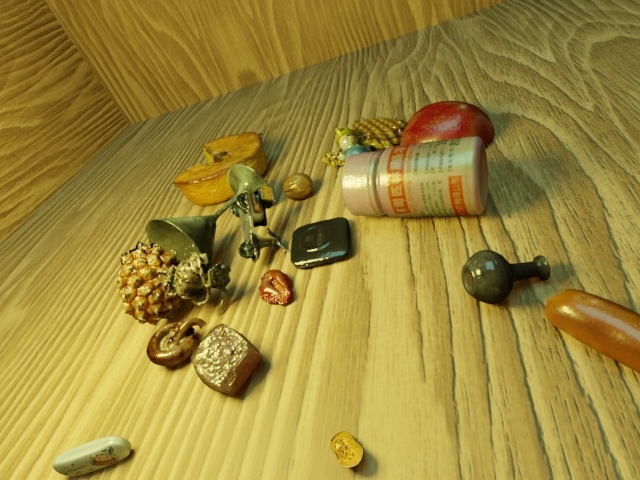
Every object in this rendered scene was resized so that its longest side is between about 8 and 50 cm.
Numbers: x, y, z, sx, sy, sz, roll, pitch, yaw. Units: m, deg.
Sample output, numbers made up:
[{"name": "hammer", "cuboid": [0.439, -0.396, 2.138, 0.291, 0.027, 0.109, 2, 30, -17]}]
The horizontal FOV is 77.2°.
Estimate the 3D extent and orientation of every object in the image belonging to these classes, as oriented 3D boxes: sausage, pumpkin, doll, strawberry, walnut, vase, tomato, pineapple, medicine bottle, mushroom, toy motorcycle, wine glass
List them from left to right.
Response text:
[{"name": "mushroom", "cuboid": [-0.395, 0.277, 1.116, 0.171, 0.080, 0.135, -34, 50, -13]}, {"name": "pineapple", "cuboid": [-0.400, 0.115, 1.169, 0.272, 0.262, 0.262, -8, 40, 20]}, {"name": "wine glass", "cuboid": [-0.371, -0.088, 1.416, 0.267, 0.267, 0.406, 6, 43, 35]}, {"name": "toy motorcycle", "cuboid": [-0.206, -0.054, 1.310, 0.091, 0.157, 0.263, -37, 59, 52]}, {"name": "strawberry", "cuboid": [-0.131, 0.134, 1.169, 0.104, 0.048, 0.152, -43, 37, -18]}, {"name": "walnut", "cuboid": [-0.088, -0.204, 1.522, 0.124, 0.105, 0.105, -6, 40, 29]}, {"name": "pumpkin", "cuboid": [0.053, 0.397, 0.754, 0.050, 0.028, 0.083, -31, 28, -11]}, {"name": "doll", "cuboid": [0.127, -0.343, 1.524, 0.135, 0.099, 0.241, -27, 62, 2]}, {"name": "medicine bottle", "cuboid": [0.274, -0.176, 1.177, 0.388, 0.219, 0.219, 1, 44, 30]}, {"name": "tomato", "cuboid": [0.437, -0.405, 1.437, 0.338, 0.143, 0.338, -18, 36, 13]}, {"name": "vase", "cuboid": [0.414, 0.073, 0.892, 0.183, 0.120, 0.120, -10, 37, -4]}, {"name": "sausage", "cuboid": [0.531, 0.162, 0.725, 0.098, 0.098, 0.238, -37, 39, -16]}]

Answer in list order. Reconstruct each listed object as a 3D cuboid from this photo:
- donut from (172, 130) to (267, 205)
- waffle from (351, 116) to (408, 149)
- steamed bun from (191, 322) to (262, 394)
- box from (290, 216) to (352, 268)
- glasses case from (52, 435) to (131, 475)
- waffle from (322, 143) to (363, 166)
[{"name": "donut", "cuboid": [-0.417, -0.319, 1.801, 0.378, 0.163, 0.435, -3, 39, 24]}, {"name": "waffle", "cuboid": [0.237, -0.447, 1.639, 0.238, 0.058, 0.243, 10, 42, 22]}, {"name": "steamed bun", "cuboid": [-0.239, 0.289, 0.989, 0.175, 0.106, 0.145, 20, 55, 41]}, {"name": "box", "cuboid": [0.000, 0.000, 1.264, 0.201, 0.042, 0.212, -16, 37, 15]}, {"name": "glasses case", "cuboid": [-0.525, 0.497, 0.924, 0.179, 0.067, 0.045, -21, 34, 5]}, {"name": "waffle", "cuboid": [0.101, -0.364, 1.648, 0.194, 0.051, 0.149, -36, 41, -13]}]
